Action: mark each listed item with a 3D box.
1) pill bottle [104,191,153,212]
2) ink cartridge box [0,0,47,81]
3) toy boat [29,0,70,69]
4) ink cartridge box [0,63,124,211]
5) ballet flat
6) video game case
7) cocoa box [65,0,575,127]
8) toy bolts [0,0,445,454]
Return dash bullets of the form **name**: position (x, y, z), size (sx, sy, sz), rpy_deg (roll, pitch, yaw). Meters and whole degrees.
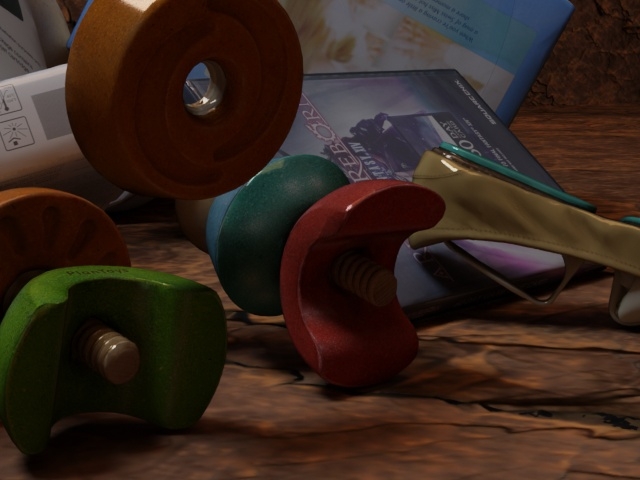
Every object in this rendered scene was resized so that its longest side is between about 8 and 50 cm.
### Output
- **pill bottle**: position (-0.206, -0.115, 1.260), size (0.160, 0.160, 0.283), rpy_deg (0, 9, 5)
- **ink cartridge box**: position (-0.304, -0.137, 0.782), size (0.211, 0.289, 0.121), rpy_deg (-26, -27, 9)
- **toy boat**: position (-0.306, -0.082, 0.936), size (0.148, 0.267, 0.318), rpy_deg (10, 44, 19)
- **ink cartridge box**: position (-0.195, -0.027, 0.680), size (0.181, 0.056, 0.224), rpy_deg (-20, -4, -26)
- **ballet flat**: position (0.160, 0.010, 0.709), size (0.232, 0.073, 0.080), rpy_deg (19, 3, 13)
- **video game case**: position (0.059, -0.038, 0.807), size (0.274, 0.026, 0.196), rpy_deg (-10, 54, -47)
- **cocoa box**: position (-0.004, -0.182, 1.050), size (0.347, 0.231, 0.228), rpy_deg (28, 7, -7)
- **toy bolts**: position (-0.067, -0.026, 0.572), size (0.228, 0.218, 0.158), rpy_deg (1, 18, -41)
